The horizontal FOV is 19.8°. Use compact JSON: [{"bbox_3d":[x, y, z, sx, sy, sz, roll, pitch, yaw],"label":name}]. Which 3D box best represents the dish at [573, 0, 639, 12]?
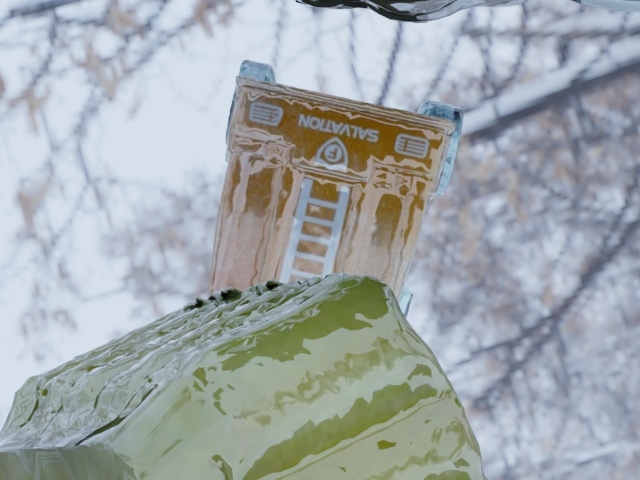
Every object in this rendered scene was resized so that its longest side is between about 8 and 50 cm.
[{"bbox_3d":[0.186,-0.208,1.045,0.256,0.256,0.117,-11,-59,-18],"label":"dish"}]

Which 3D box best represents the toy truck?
[{"bbox_3d":[0.000,0.000,1.134,0.136,0.162,0.305,13,-7,1],"label":"toy truck"}]

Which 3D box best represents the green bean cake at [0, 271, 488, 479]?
[{"bbox_3d":[-0.024,0.141,0.718,0.124,0.233,0.236,-24,5,-28],"label":"green bean cake"}]

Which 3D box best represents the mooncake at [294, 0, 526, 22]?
[{"bbox_3d":[0.028,-0.190,0.674,0.228,0.228,0.124,-18,-9,3],"label":"mooncake"}]
